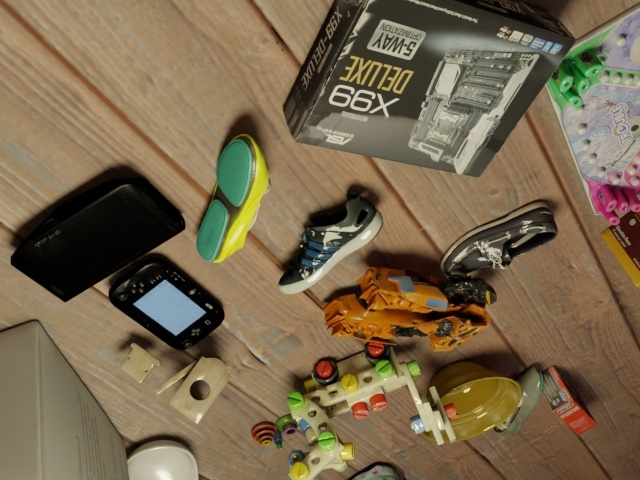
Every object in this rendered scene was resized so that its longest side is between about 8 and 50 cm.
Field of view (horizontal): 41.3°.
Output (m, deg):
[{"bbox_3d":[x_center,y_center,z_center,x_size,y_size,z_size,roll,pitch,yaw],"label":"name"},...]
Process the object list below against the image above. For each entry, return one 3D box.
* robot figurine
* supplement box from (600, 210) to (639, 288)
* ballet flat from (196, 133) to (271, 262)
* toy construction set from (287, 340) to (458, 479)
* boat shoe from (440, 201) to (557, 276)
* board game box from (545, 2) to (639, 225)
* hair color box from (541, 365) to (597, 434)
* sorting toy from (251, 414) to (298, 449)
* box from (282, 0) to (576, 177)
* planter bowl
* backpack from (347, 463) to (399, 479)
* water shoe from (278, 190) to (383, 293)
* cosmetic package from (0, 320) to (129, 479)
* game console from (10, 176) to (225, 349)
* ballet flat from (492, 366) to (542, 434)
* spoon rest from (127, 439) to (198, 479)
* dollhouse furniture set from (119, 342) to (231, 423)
[{"bbox_3d":[0.161,0.123,1.442,0.290,0.085,0.211,12,143,-31],"label":"robot figurine"},{"bbox_3d":[0.644,0.006,1.497,0.191,0.129,0.194,27,120,-40],"label":"supplement box"},{"bbox_3d":[-0.110,-0.061,1.176,0.077,0.077,0.231,-16,146,-38],"label":"ballet flat"},{"bbox_3d":[0.081,0.307,1.520,0.327,0.215,0.151,-12,138,-10],"label":"toy construction set"},{"bbox_3d":[0.297,0.012,1.410,0.206,0.065,0.075,-30,140,12],"label":"boat shoe"},{"bbox_3d":[0.561,-0.225,1.281,0.389,0.050,0.390,-30,138,10],"label":"board game box"},{"bbox_3d":[0.532,0.348,1.838,0.053,0.093,0.167,-36,137,15],"label":"hair color box"},{"bbox_3d":[-0.083,0.380,1.660,0.101,0.042,0.061,-12,138,-10],"label":"sorting toy"},{"bbox_3d":[0.137,-0.215,1.100,0.307,0.077,0.242,8,131,-29],"label":"box"},{"bbox_3d":[0.284,0.306,1.695,0.217,0.090,0.217,-11,137,-11],"label":"planter bowl"},{"bbox_3d":[0.108,0.588,1.903,0.182,0.115,0.152,-42,132,18],"label":"backpack"},{"bbox_3d":[0.000,0.000,1.292,0.203,0.073,0.080,-38,109,18],"label":"water shoe"},{"bbox_3d":[-0.501,0.400,1.301,0.329,0.327,0.394,-19,137,-2],"label":"cosmetic package"},{"bbox_3d":[-0.257,0.051,1.245,0.213,0.044,0.361,-31,138,11],"label":"game console"},{"bbox_3d":[0.413,0.350,1.810,0.068,0.072,0.213,-4,136,-13],"label":"ballet flat"},{"bbox_3d":[-0.278,0.466,1.642,0.137,0.084,0.276,-26,139,5],"label":"spoon rest"},{"bbox_3d":[-0.241,0.215,1.427,0.101,0.161,0.182,-54,-178,-12],"label":"dollhouse furniture set"}]
